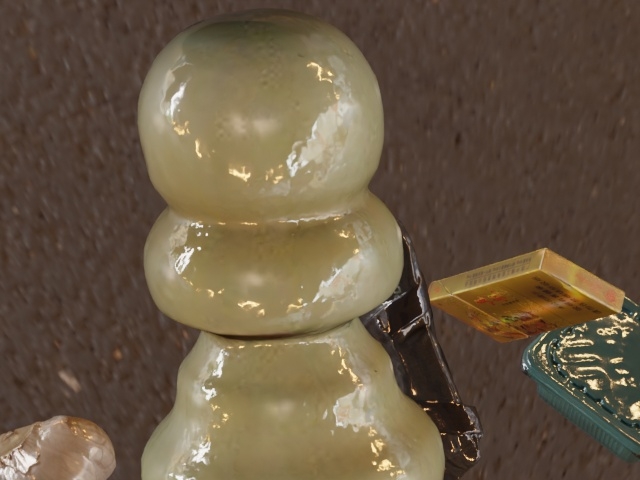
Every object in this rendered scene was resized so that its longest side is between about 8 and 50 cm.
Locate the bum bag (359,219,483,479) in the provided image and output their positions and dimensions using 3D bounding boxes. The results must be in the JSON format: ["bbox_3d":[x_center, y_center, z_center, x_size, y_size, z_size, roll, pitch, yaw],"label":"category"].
[{"bbox_3d":[0.052,0.071,1.215,0.049,0.087,0.198,-15,86,-40],"label":"bum bag"}]

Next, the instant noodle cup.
[{"bbox_3d":[0.310,0.147,1.960,0.179,0.070,0.157,37,55,21],"label":"instant noodle cup"}]

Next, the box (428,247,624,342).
[{"bbox_3d":[0.163,0.047,1.533,0.089,0.156,0.022,30,64,-25],"label":"box"}]

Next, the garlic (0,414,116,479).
[{"bbox_3d":[-0.226,0.199,1.604,0.113,0.074,0.094,-37,112,12],"label":"garlic"}]

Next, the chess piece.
[{"bbox_3d":[-0.018,0.026,0.775,0.133,0.133,0.243,-4,107,1],"label":"chess piece"}]
